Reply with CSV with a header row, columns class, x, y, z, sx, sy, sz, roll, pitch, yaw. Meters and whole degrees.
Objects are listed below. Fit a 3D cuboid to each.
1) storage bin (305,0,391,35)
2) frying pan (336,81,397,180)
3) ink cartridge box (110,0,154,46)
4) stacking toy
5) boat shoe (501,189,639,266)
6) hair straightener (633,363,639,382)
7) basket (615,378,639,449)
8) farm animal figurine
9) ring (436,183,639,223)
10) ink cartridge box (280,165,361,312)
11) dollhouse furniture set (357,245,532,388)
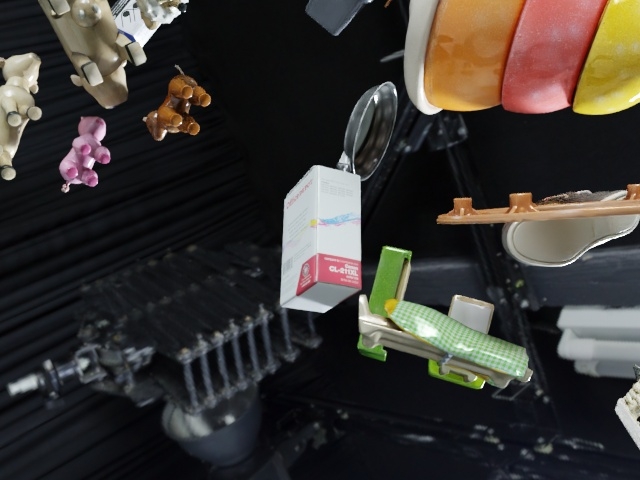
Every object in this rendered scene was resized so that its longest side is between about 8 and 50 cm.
class,x,y,z,sx,sy,sz,roll,pitch,yaw
storage bin,0.046,-0.336,0.880,0.098,0.135,0.091,38,-38,-5
frying pan,0.072,-0.156,1.284,0.053,0.326,0.197,22,-8,20
ink cartridge box,-0.375,-0.529,1.454,0.097,0.207,0.046,29,-14,20
stacking toy,0.394,-0.293,0.986,0.480,0.350,0.351,25,-48,20
boat shoe,0.427,-0.025,1.174,0.095,0.335,0.112,7,-72,59
hair straightener,0.578,0.203,1.073,0.089,0.230,0.047,-53,-136,30
basket,0.553,0.263,0.986,0.113,0.167,0.103,-103,-153,-54
farm animal figurine,-0.342,-0.252,0.949,0.172,0.330,0.327,35,-48,48
ring,0.302,-0.046,0.756,0.336,0.336,0.032,0,-85,53
ink cartridge box,0.000,0.000,0.947,0.127,0.072,0.175,140,-44,-58
dollhouse furniture set,0.157,0.087,0.846,0.197,0.151,0.301,15,-13,9
